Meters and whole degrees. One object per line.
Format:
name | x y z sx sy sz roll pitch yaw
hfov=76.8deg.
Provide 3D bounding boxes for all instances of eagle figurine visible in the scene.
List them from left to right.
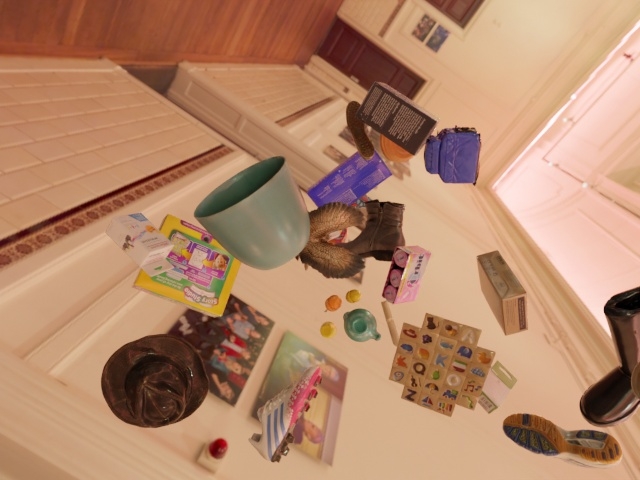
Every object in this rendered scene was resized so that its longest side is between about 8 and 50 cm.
eagle figurine | 0.008 -0.006 1.400 0.225 0.226 0.298 -51 -152 -21

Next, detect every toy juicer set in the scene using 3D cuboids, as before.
toy juicer set | 0.165 0.306 1.633 0.089 0.328 0.209 41 54 -78

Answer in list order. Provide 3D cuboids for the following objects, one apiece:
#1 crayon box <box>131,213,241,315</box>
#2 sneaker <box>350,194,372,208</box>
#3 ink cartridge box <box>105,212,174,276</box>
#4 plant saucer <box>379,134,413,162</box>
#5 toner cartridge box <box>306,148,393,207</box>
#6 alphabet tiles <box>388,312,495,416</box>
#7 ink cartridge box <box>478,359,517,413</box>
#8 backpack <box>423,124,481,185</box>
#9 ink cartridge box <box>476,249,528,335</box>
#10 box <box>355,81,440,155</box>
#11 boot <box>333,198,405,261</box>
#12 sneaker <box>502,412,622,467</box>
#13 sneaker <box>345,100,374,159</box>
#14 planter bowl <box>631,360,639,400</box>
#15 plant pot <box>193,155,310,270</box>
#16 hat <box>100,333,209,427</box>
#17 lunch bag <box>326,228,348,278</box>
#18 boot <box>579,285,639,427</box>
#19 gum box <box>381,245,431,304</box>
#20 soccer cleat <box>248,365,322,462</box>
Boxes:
crayon box | -0.535 0.112 1.683 0.106 0.362 0.313 -18 -131 57
sneaker | 0.155 -0.187 1.992 0.125 0.261 0.104 -61 162 2
ink cartridge box | -0.489 0.008 1.127 0.061 0.181 0.104 -50 174 21
plant saucer | 0.309 -0.382 1.478 0.200 0.200 0.037 -56 -145 5
toner cartridge box | 0.124 -0.256 1.767 0.347 0.165 0.075 -35 -162 15
alphabet tiles | 0.380 0.403 1.294 0.011 0.285 0.343 -41 144 -63
ink cartridge box | 0.689 0.581 1.612 0.209 0.109 0.062 -21 149 -43
backpack | 0.245 -0.166 0.749 0.120 0.101 0.098 -55 152 -61
ink cartridge box | 0.644 0.182 1.435 0.088 0.193 0.235 -18 -144 9
box | 0.223 -0.347 1.144 0.108 0.207 0.153 -58 176 26
boot | 0.182 -0.041 1.521 0.338 0.223 0.118 0 -174 41
sneaker | 0.693 0.601 1.179 0.112 0.296 0.131 -61 142 -34
sneaker | 0.128 -0.351 1.323 0.064 0.192 0.086 -18 177 5
planter bowl | 0.982 0.406 1.119 0.162 0.109 0.162 -61 -174 11
plant pot | -0.166 -0.059 1.140 0.293 0.235 0.293 -25 -154 13
hat | -0.491 0.454 1.197 0.331 0.331 0.134 -56 -157 5
lunch bag | 0.078 0.041 1.898 0.293 0.120 0.258 -79 164 -58
boot | 1.015 0.389 1.352 0.367 0.445 0.146 -32 -148 -6
gum box | 0.275 0.115 1.307 0.062 0.107 0.189 34 -62 46
soccer cleat | -0.117 0.525 1.267 0.331 0.143 0.116 -63 161 -1
